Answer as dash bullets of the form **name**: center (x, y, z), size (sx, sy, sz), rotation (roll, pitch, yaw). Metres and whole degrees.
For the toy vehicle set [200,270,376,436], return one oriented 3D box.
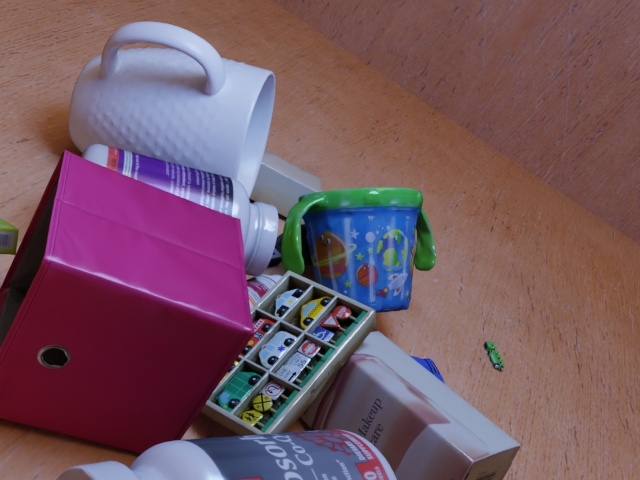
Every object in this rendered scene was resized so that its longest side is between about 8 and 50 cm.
- **toy vehicle set**: center (-0.059, 0.166, 1.206), size (0.166, 0.035, 0.267), rotation (22, 50, 29)

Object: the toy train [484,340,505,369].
- **toy train**: center (0.370, 0.245, 1.770), size (0.024, 0.017, 0.083), rotation (12, 32, -18)

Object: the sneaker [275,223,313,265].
- **sneaker**: center (0.000, 0.000, 1.711), size (0.228, 0.130, 0.087), rotation (-17, 93, -24)

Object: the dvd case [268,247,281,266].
- **dvd case**: center (-0.202, -0.005, 1.547), size (0.179, 0.029, 0.239), rotation (45, 29, 22)

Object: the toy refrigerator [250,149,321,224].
- **toy refrigerator**: center (-0.137, -0.140, 1.782), size (0.270, 0.094, 0.102), rotation (27, 20, -13)

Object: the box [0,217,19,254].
- **box**: center (-0.503, -0.022, 1.143), size (0.109, 0.042, 0.178), rotation (4, 11, -44)

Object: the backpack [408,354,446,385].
- **backpack**: center (0.168, 0.255, 1.437), size (0.120, 0.101, 0.098), rotation (18, 37, -36)

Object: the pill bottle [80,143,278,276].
- **pill bottle**: center (-0.240, -0.033, 1.342), size (0.323, 0.181, 0.181), rotation (14, 31, -20)

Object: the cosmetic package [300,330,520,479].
- **cosmetic package**: center (0.120, 0.277, 1.220), size (0.129, 0.153, 0.296), rotation (1, 27, -46)

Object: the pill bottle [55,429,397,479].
- **pill bottle**: center (-0.097, 0.321, 0.905), size (0.363, 0.210, 0.210), rotation (7, 36, -41)

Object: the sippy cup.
- **sippy cup**: center (0.079, 0.024, 1.550), size (0.306, 0.223, 0.240), rotation (-3, -2, -3)

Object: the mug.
- **mug**: center (-0.272, -0.242, 1.495), size (0.328, 0.374, 0.276), rotation (14, 58, 2)

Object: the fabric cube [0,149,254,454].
- **fabric cube**: center (-0.264, 0.087, 1.071), size (0.258, 0.254, 0.259), rotation (23, 27, -24)

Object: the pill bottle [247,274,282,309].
- **pill bottle**: center (-0.110, 0.106, 1.395), size (0.086, 0.086, 0.152), rotation (41, 27, 15)
